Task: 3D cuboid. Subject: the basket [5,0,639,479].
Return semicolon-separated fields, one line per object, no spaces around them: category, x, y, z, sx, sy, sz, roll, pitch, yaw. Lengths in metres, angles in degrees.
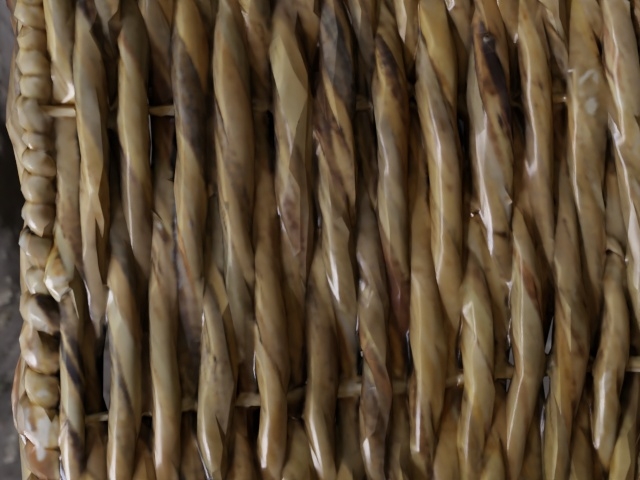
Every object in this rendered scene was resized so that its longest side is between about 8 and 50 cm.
basket;0.000;0.000;0.540;0.213;0.299;0.223;-2;-178;-8
